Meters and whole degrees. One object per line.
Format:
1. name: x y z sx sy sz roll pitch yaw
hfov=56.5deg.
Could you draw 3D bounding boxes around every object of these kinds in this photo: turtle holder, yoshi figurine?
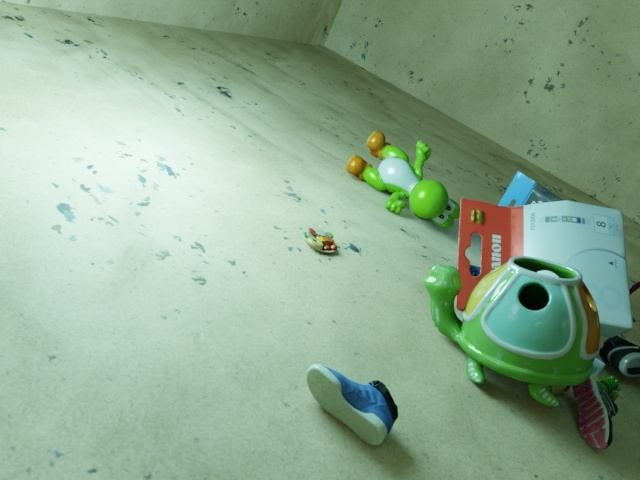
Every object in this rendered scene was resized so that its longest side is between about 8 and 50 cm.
1. turtle holder: 0.387 0.146 1.177 0.243 0.227 0.320 -6 23 -36
2. yoshi figurine: 0.253 -0.175 1.751 0.362 0.203 0.203 39 44 21

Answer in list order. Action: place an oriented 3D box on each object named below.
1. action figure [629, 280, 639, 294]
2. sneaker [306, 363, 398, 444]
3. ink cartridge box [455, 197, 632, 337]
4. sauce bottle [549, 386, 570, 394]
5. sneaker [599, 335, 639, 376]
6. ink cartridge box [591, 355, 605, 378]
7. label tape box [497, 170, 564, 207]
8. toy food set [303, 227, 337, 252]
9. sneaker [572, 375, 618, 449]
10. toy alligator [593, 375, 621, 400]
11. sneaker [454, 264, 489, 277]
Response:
1. action figure: 0.915 0.129 1.826 0.280 0.139 0.091 -3 39 -50
2. sneaker: 0.052 0.235 0.914 0.152 0.058 0.085 38 34 15
3. ink cartridge box: 0.525 0.044 1.410 0.385 0.091 0.308 11 65 -3
4. sauce bottle: 0.484 0.293 1.222 0.128 0.042 0.042 1 35 -42
5. sneaker: 0.781 0.279 1.456 0.217 0.079 0.121 11 16 -23
6. ink cartridge box: 0.590 0.254 1.418 0.145 0.045 0.179 33 8 16
7. label tape box: 0.606 -0.013 1.685 0.106 0.240 0.334 -5 38 -44
8. toy food set: 0.000 0.000 1.358 0.083 0.020 0.082 13 28 -25
9. sneaker: 0.547 0.341 1.163 0.075 0.063 0.170 34 32 -11
10. toy alligator: 0.624 0.316 1.293 0.190 0.051 0.056 -2 38 -45
11. sneaker: 0.428 0.118 1.476 0.232 0.081 0.090 22 6 1
